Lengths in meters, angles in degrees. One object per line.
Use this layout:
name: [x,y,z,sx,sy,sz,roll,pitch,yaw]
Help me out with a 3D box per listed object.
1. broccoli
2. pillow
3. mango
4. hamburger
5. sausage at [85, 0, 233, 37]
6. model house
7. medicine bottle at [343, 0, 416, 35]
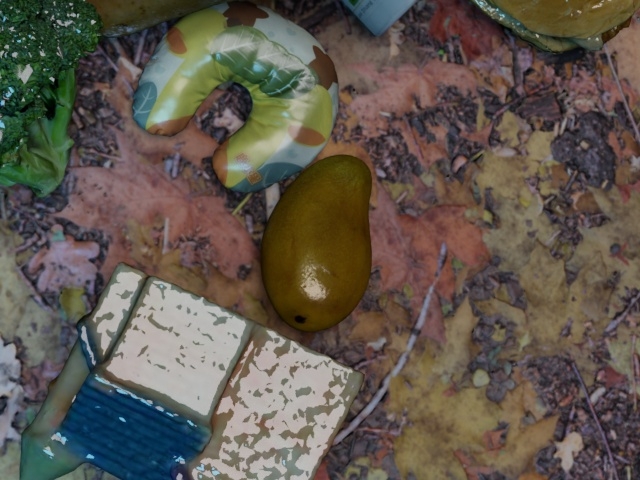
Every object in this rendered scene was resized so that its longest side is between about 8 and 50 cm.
broccoli: [-0.377,-0.166,1.460,0.308,0.275,0.308,-10,55,14]
pillow: [-0.093,-0.176,1.616,0.233,0.086,0.214,37,86,-9]
mango: [0.000,0.000,1.603,0.136,0.099,0.227,17,70,-7]
hamburger: [0.297,-0.383,1.709,0.283,0.144,0.259,27,74,-15]
sausage: [-0.073,-0.331,1.515,0.501,0.123,0.136,-9,99,14]
model house: [-0.150,0.207,1.471,0.312,0.245,0.280,26,85,-8]
medicine bottle: [0.012,-0.392,1.625,0.111,0.161,0.296,-44,95,-19]
